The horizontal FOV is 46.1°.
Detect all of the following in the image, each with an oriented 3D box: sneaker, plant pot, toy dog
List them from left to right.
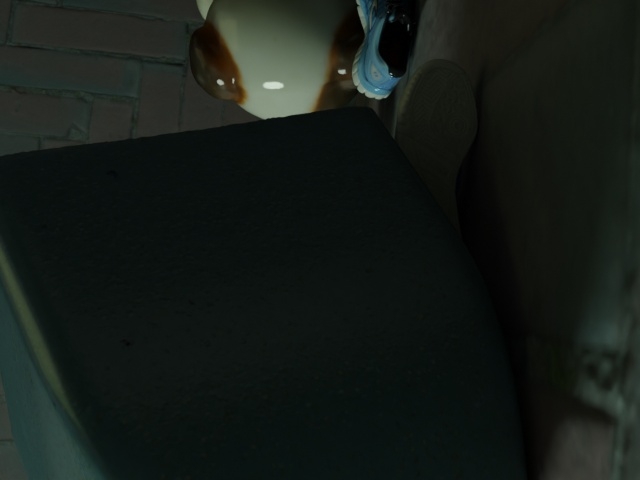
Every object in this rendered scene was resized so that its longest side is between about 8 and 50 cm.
[{"bbox_3d":[-0.033,0.107,0.421,0.252,0.248,0.247,54,146,40],"label":"plant pot"},{"bbox_3d":[-0.026,-0.340,0.922,0.395,0.284,0.408,110,159,-77],"label":"toy dog"},{"bbox_3d":[0.077,-0.232,0.780,0.073,0.063,0.162,167,106,-66],"label":"sneaker"},{"bbox_3d":[0.067,-0.043,0.520,0.084,0.058,0.152,-177,86,-77],"label":"sneaker"}]
